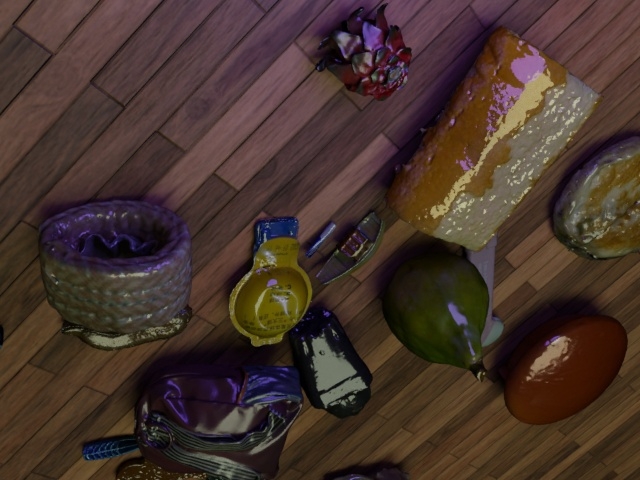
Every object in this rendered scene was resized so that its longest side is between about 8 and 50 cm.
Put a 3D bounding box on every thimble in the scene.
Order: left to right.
[{"bbox_3d":[-0.319,0.042,1.073,0.229,0.196,0.148,-9,129,-20],"label":"thimble"}]

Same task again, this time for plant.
[{"bbox_3d":[0.018,0.266,1.427,0.142,0.164,0.256,-29,116,-7],"label":"plant"}]

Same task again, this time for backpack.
[{"bbox_3d":[-0.213,0.364,1.361,0.318,0.197,0.283,8,120,-17],"label":"backpack"}]

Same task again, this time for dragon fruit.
[{"bbox_3d":[0.075,-0.288,1.062,0.130,0.121,0.142,-46,109,-29],"label":"dragon fruit"}]

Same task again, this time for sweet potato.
[{"bbox_3d":[-0.348,0.159,1.242,0.233,0.062,0.081,-10,113,-14],"label":"sweet potato"}]

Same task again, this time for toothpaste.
[{"bbox_3d":[0.000,0.000,1.299,0.083,0.015,0.024,-51,153,5],"label":"toothpaste"}]

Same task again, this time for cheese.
[{"bbox_3d":[-0.090,0.084,1.295,0.177,0.069,0.270,-6,117,-27],"label":"cheese"}]

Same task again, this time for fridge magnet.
[{"bbox_3d":[0.629,0.329,1.752,0.364,0.155,0.363,-12,128,-16],"label":"fridge magnet"}]

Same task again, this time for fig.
[{"bbox_3d":[0.267,0.141,1.363,0.233,0.314,0.232,-6,100,-32],"label":"fig"}]

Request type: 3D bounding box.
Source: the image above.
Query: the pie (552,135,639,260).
[{"bbox_3d":[0.665,-0.089,1.510,0.339,0.077,0.339,-10,126,-14],"label":"pie"}]

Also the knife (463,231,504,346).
[{"bbox_3d":[0.361,0.103,1.538,0.132,0.038,0.398,-19,129,-13],"label":"knife"}]

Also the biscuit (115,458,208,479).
[{"bbox_3d":[-0.354,0.503,1.511,0.205,0.031,0.138,-14,118,-13],"label":"biscuit"}]

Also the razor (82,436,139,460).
[{"bbox_3d":[-0.375,0.431,1.445,0.253,0.042,0.081,-7,86,-20],"label":"razor"}]

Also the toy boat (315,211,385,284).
[{"bbox_3d":[0.060,0.019,1.318,0.172,0.065,0.066,-49,143,8],"label":"toy boat"}]

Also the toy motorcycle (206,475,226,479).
[{"bbox_3d":[-0.187,0.589,1.623,0.122,0.082,0.213,-32,122,-9],"label":"toy motorcycle"}]

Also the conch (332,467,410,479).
[{"bbox_3d":[0.108,0.761,1.819,0.297,0.210,0.352,25,110,-21],"label":"conch"}]

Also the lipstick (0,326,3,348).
[{"bbox_3d":[-0.649,0.272,1.195,0.051,0.051,0.312,22,115,-37],"label":"lipstick"}]

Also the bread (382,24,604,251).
[{"bbox_3d":[0.294,-0.170,1.216,0.237,0.165,0.375,18,117,-31],"label":"bread"}]
